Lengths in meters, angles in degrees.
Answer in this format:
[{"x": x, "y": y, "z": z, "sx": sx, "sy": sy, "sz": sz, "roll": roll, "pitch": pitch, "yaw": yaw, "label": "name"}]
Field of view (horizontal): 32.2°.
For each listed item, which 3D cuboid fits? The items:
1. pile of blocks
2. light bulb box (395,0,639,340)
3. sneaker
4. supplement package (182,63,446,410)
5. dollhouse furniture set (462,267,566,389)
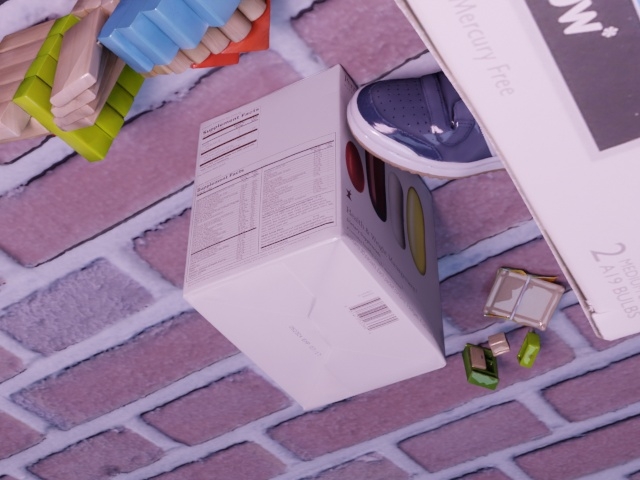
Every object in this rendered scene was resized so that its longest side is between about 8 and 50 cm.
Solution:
[{"x": -0.121, "y": -0.145, "z": 0.847, "sx": 0.362, "sy": 0.149, "sz": 0.112, "roll": -27, "pitch": 131, "yaw": 28, "label": "pile of blocks"}, {"x": 0.177, "y": -0.203, "z": 0.617, "sx": 0.225, "sy": 0.361, "sz": 0.358, "roll": -20, "pitch": 134, "yaw": 21, "label": "light bulb box"}, {"x": 0.171, "y": -0.125, "z": 0.899, "sx": 0.282, "sy": 0.099, "sz": 0.153, "roll": 5, "pitch": 144, "yaw": -15, "label": "sneaker"}, {"x": 0.000, "y": 0.000, "z": 0.968, "sx": 0.149, "sy": 0.203, "sz": 0.194, "roll": -21, "pitch": 135, "yaw": 22, "label": "supplement package"}, {"x": 0.202, "y": 0.085, "z": 1.197, "sx": 0.076, "sy": 0.058, "sz": 0.151, "roll": 16, "pitch": 118, "yaw": -6, "label": "dollhouse furniture set"}]
